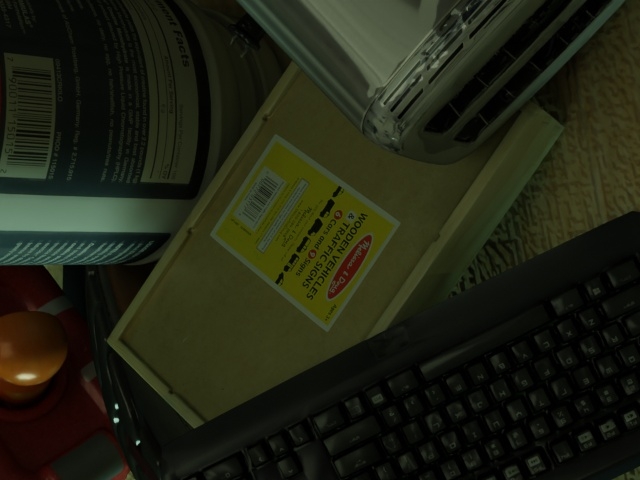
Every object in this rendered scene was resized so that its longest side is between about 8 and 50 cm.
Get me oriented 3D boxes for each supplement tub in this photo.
[{"bbox_3d":[-0.174,-0.079,0.846,0.191,0.272,0.191,-1,89,45],"label":"supplement tub"}]

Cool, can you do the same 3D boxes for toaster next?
[{"bbox_3d":[0.057,-0.141,0.676,0.227,0.129,0.146,-45,68,17],"label":"toaster"}]

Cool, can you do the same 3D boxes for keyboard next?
[{"bbox_3d":[0.078,0.137,0.689,0.317,0.033,0.201,-28,82,11],"label":"keyboard"}]

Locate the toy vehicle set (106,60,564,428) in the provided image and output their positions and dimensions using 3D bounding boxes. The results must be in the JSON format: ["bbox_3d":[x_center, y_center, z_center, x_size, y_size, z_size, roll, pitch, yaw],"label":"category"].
[{"bbox_3d":[0.000,0.000,0.778,0.166,0.035,0.267,39,97,35],"label":"toy vehicle set"}]

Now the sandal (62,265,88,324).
[{"bbox_3d":[-0.183,-0.013,1.052,0.097,0.054,0.254,23,116,42],"label":"sandal"}]

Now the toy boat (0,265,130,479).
[{"bbox_3d":[-0.230,0.094,0.999,0.231,0.151,0.151,51,149,10],"label":"toy boat"}]

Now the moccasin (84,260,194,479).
[{"bbox_3d":[-0.055,0.114,0.886,0.380,0.147,0.139,44,146,48],"label":"moccasin"}]
